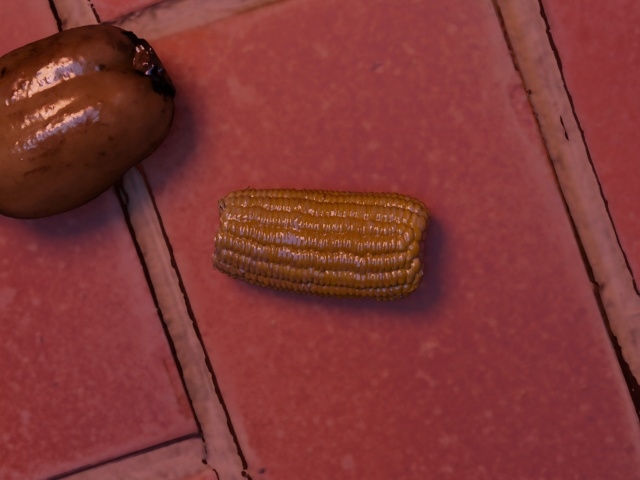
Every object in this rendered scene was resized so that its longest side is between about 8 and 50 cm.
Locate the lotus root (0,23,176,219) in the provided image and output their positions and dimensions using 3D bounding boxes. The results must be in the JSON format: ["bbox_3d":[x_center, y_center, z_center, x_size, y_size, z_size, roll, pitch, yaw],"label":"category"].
[{"bbox_3d":[-0.212,-0.085,1.346,0.221,0.118,0.125,-27,59,10],"label":"lotus root"}]

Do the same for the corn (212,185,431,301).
[{"bbox_3d":[0.000,0.000,1.353,0.165,0.063,0.085,7,105,7],"label":"corn"}]
